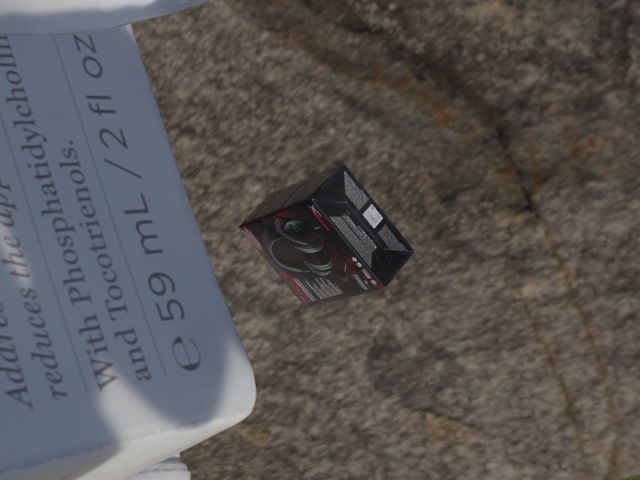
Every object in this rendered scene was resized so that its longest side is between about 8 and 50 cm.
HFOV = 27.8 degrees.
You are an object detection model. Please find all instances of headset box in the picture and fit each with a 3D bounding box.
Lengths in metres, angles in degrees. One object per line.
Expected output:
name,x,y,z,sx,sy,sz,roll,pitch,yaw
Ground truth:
headset box,0.000,0.000,0.688,0.062,0.083,0.032,51,56,-15

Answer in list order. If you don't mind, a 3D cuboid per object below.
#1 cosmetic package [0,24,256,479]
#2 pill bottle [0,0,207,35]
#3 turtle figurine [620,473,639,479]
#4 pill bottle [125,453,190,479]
cosmetic package,-0.312,0.015,0.635,0.393,0.327,0.329,-7,73,-47
pill bottle,-0.089,-0.213,0.356,0.160,0.160,0.283,-36,129,-30
turtle figurine,0.139,0.045,0.259,0.217,0.269,0.087,-46,130,11
pill bottle,-0.219,0.148,1.430,0.169,0.169,0.302,0,74,-26
